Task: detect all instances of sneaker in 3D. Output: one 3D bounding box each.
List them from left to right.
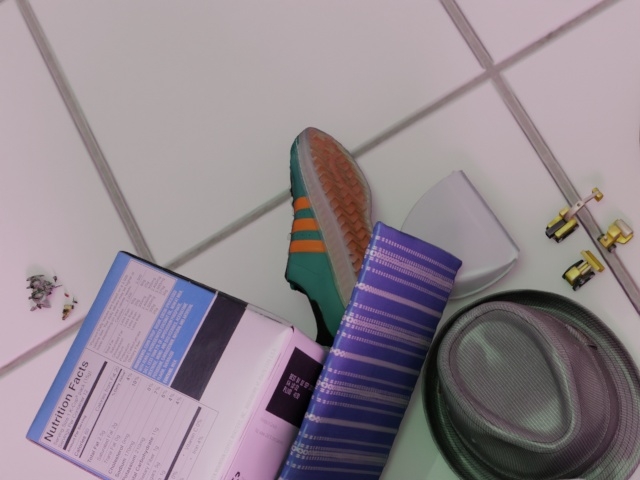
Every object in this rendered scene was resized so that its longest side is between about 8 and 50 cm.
[{"bbox_3d":[0.000,0.000,1.834,0.121,0.108,0.302,-40,48,31],"label":"sneaker"}]

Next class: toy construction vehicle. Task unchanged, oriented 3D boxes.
[{"bbox_3d":[0.309,-0.004,1.777,0.098,0.035,0.086,-38,66,3],"label":"toy construction vehicle"}]

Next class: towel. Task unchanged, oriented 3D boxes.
[{"bbox_3d":[0.047,0.154,1.670,0.040,0.243,0.336,21,90,26],"label":"towel"}]

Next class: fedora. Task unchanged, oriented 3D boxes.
[{"bbox_3d":[0.229,0.170,1.698,0.244,0.124,0.275,-35,66,5],"label":"fedora"}]

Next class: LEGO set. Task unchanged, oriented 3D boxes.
[{"bbox_3d":[-0.355,0.069,1.971,0.083,0.023,0.054,13,77,21],"label":"LEGO set"}]

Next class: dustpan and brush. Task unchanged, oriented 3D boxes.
[{"bbox_3d":[0.119,0.030,1.823,0.211,0.060,0.147,-32,62,-2],"label":"dustpan and brush"}]

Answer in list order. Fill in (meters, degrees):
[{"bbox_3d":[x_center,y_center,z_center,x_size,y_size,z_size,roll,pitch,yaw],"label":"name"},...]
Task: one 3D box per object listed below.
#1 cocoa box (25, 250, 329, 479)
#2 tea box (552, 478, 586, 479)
[{"bbox_3d":[-0.115,0.191,1.678,0.228,0.347,0.231,22,81,23],"label":"cocoa box"},{"bbox_3d":[0.147,0.380,1.544,0.324,0.329,0.220,-8,71,15],"label":"tea box"}]
